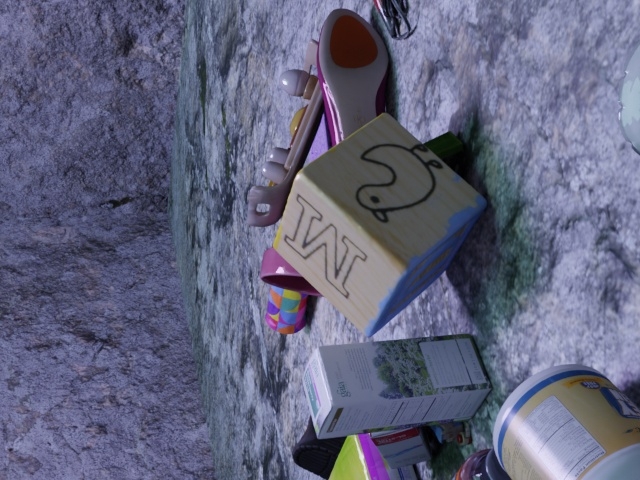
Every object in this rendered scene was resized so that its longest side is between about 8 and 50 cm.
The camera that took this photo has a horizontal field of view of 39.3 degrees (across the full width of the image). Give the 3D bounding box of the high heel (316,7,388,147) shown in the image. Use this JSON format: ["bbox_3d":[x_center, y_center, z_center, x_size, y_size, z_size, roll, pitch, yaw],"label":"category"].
[{"bbox_3d":[0.053,-0.208,1.541,0.181,0.127,0.377,107,159,-63],"label":"high heel"}]

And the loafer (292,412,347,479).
[{"bbox_3d":[0.043,0.352,1.704,0.130,0.134,0.366,-60,-7,-36],"label":"loafer"}]

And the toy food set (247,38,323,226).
[{"bbox_3d":[-0.065,-0.187,1.633,0.220,0.092,0.306,111,180,-73],"label":"toy food set"}]

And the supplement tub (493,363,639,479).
[{"bbox_3d":[0.270,0.226,0.861,0.199,0.144,0.144,-126,37,-60],"label":"supplement tub"}]

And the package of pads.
[{"bbox_3d":[0.089,0.481,1.561,0.296,0.101,0.229,106,154,-46],"label":"package of pads"}]

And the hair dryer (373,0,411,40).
[{"bbox_3d":[0.072,-0.459,1.487,0.293,0.080,0.223,-131,42,-64],"label":"hair dryer"}]

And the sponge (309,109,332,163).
[{"bbox_3d":[0.008,-0.178,1.825,0.117,0.031,0.210,-125,37,-60],"label":"sponge"}]

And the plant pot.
[{"bbox_3d":[0.000,0.000,1.646,0.201,0.201,0.180,153,128,-71],"label":"plant pot"}]

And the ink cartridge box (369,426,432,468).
[{"bbox_3d":[0.112,0.263,1.377,0.175,0.072,0.127,64,-169,-57],"label":"ink cartridge box"}]

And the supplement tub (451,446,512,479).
[{"bbox_3d":[0.211,0.334,1.138,0.198,0.106,0.106,108,153,-48],"label":"supplement tub"}]

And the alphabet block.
[{"bbox_3d":[0.078,-0.021,1.245,0.197,0.192,0.193,43,144,14],"label":"alphabet block"}]

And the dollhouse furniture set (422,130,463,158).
[{"bbox_3d":[0.177,-0.084,1.313,0.076,0.059,0.151,-125,16,-47],"label":"dollhouse furniture set"}]

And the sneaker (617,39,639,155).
[{"bbox_3d":[0.326,-0.209,0.726,0.129,0.111,0.297,13,110,56],"label":"sneaker"}]

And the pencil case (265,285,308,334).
[{"bbox_3d":[-0.061,0.102,1.993,0.104,0.104,0.236,-110,26,-43],"label":"pencil case"}]

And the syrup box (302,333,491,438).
[{"bbox_3d":[0.103,0.200,1.238,0.096,0.237,0.093,108,152,-49],"label":"syrup box"}]

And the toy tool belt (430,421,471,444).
[{"bbox_3d":[0.180,0.274,1.314,0.083,0.051,0.052,-127,38,-61],"label":"toy tool belt"}]
